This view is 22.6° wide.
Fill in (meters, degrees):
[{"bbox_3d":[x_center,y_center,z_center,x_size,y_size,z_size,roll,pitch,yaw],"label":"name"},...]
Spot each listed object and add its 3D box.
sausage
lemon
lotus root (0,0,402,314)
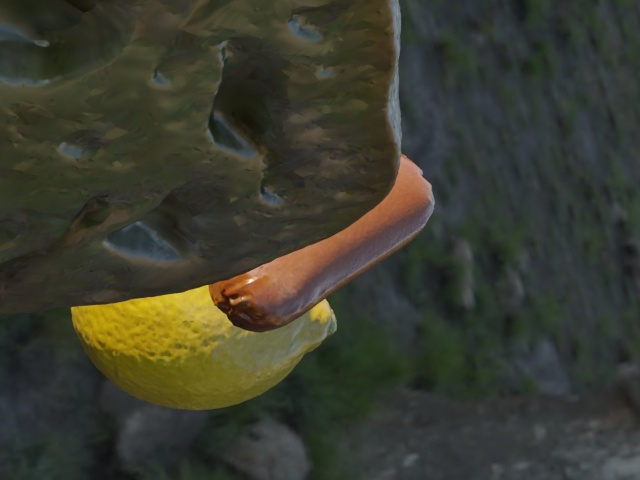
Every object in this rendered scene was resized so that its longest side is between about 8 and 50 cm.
[{"bbox_3d":[0.000,0.000,1.117,0.197,0.076,0.076,-34,109,-36],"label":"sausage"},{"bbox_3d":[-0.107,0.046,1.325,0.187,0.244,0.186,15,90,-75],"label":"lemon"},{"bbox_3d":[-0.120,-0.086,0.750,0.390,0.375,0.111,15,52,-39],"label":"lotus root"}]
